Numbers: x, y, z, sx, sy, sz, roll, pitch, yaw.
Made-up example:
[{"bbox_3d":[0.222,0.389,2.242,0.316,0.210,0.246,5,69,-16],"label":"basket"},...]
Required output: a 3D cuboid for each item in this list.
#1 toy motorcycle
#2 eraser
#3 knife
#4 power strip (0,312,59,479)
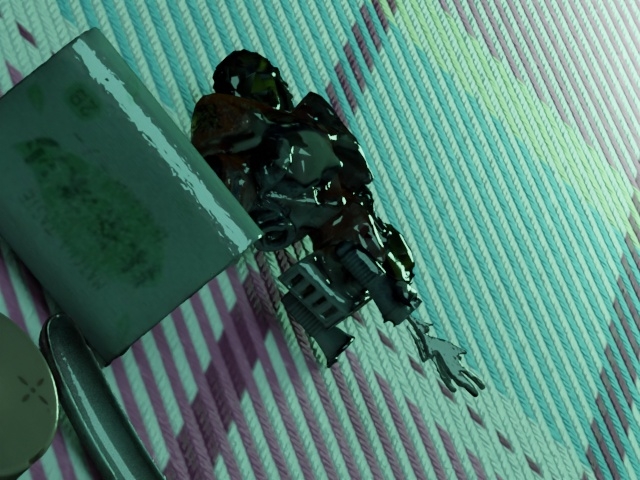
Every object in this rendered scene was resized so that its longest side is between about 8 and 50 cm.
[{"bbox_3d":[0.000,0.000,1.713,0.401,0.134,0.207,54,36,4],"label":"toy motorcycle"},{"bbox_3d":[-0.182,-0.036,1.529,0.227,0.174,0.081,51,-6,-3],"label":"eraser"},{"bbox_3d":[-0.152,0.186,1.458,0.123,0.053,0.278,-29,82,-49],"label":"knife"},{"bbox_3d":[-0.276,0.120,1.356,0.154,0.078,0.154,25,45,-28],"label":"power strip"}]
